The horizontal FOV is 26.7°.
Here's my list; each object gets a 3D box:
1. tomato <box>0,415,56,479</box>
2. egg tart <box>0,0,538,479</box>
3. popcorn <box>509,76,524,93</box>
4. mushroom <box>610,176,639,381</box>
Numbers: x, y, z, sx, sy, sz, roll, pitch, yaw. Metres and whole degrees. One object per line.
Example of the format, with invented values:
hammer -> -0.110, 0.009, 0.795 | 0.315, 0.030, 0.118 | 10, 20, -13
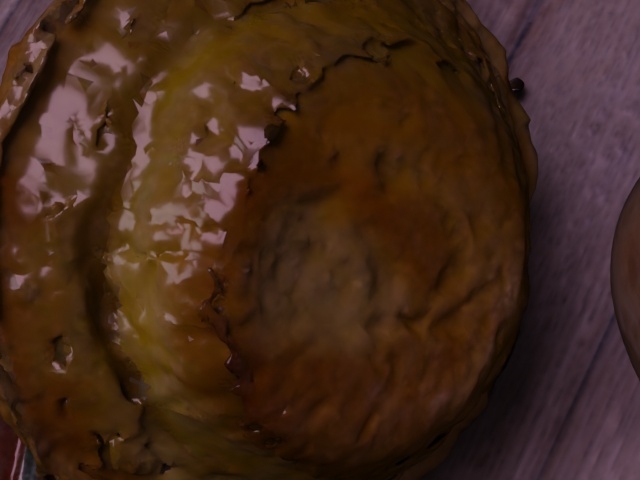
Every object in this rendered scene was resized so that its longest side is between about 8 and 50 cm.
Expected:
tomato -> -0.227, 0.098, 0.977 | 0.282, 0.317, 0.316 | -21, 51, 60
egg tart -> 0.000, 0.000, 0.836 | 0.178, 0.443, 0.443 | 14, 72, 52
popcorn -> 0.047, -0.152, 1.061 | 0.140, 0.163, 0.194 | -29, 84, 42
mushroom -> 0.332, 0.037, 0.790 | 0.290, 0.292, 0.292 | -24, 57, -7
